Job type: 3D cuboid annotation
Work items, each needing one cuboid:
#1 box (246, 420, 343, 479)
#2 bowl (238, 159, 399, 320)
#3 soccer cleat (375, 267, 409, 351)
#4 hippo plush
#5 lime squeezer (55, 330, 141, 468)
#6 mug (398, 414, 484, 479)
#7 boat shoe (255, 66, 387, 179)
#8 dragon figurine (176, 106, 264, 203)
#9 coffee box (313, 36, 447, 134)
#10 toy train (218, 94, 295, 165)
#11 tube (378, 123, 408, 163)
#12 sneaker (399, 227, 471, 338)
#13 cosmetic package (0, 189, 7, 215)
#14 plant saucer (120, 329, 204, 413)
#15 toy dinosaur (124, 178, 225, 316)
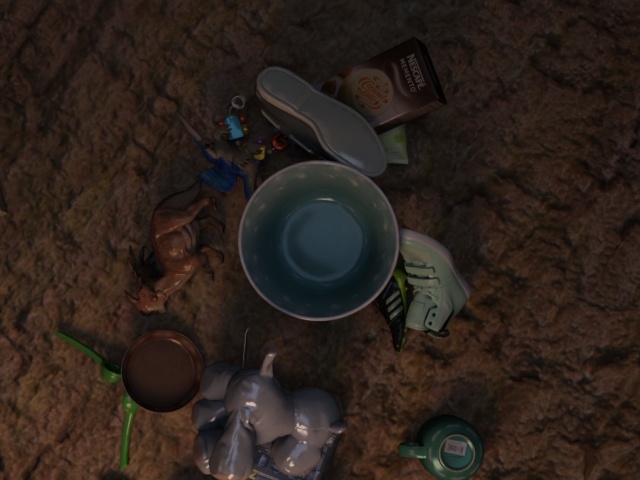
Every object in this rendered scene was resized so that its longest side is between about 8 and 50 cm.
[{"bbox_3d":[-0.089,0.415,1.429,0.233,0.059,0.183,21,80,0],"label":"box"},{"bbox_3d":[0.000,0.000,1.423,0.311,0.163,0.311,0,90,3],"label":"bowl"},{"bbox_3d":[0.151,0.146,1.484,0.072,0.060,0.179,-1,76,6],"label":"soccer cleat"},{"bbox_3d":[-0.092,0.321,1.339,0.236,0.234,0.294,18,95,-31],"label":"hippo plush"},{"bbox_3d":[-0.426,0.300,1.435,0.110,0.059,0.310,-29,87,24],"label":"lime squeezer"},{"bbox_3d":[0.256,0.433,1.430,0.158,0.097,0.129,-34,86,-7],"label":"mug"},{"bbox_3d":[-0.001,-0.225,1.430,0.319,0.099,0.116,39,63,6],"label":"boat shoe"},{"bbox_3d":[-0.201,-0.159,1.466,0.289,0.144,0.085,28,51,7],"label":"dragon figurine"},{"bbox_3d":[0.120,-0.302,1.465,0.246,0.098,0.141,-22,85,21],"label":"coffee box"},{"bbox_3d":[-0.138,-0.231,1.517,0.166,0.046,0.125,35,81,-2],"label":"toy train"},{"bbox_3d":[0.152,-0.287,1.535,0.062,0.070,0.240,6,87,-39],"label":"tube"},{"bbox_3d":[0.206,0.095,1.410,0.256,0.094,0.151,47,65,-33],"label":"sneaker"},{"bbox_3d":[-0.703,-0.103,1.465,0.060,0.041,0.115,-17,84,-5],"label":"cosmetic package"},{"bbox_3d":[-0.321,0.266,1.425,0.168,0.029,0.168,8,69,-22],"label":"plant saucer"},{"bbox_3d":[-0.306,0.001,1.442,0.200,0.127,0.295,-1,77,3],"label":"toy dinosaur"}]
